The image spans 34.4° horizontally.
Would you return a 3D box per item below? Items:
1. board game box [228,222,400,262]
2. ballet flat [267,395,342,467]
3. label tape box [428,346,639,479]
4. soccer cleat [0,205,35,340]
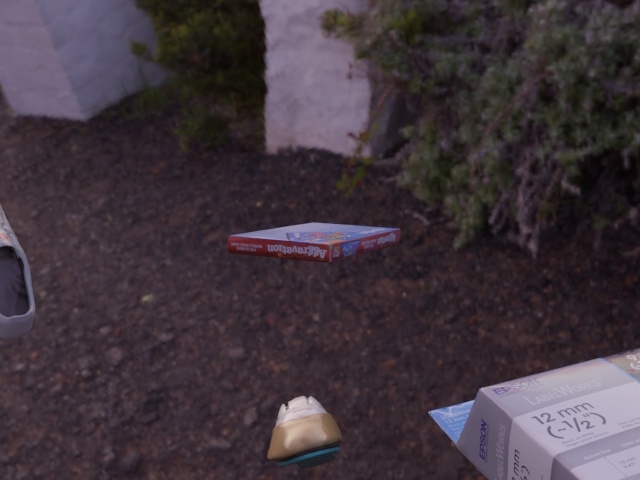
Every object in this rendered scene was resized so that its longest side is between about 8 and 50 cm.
[{"bbox_3d":[0.000,0.000,1.438,0.145,0.027,0.281,3,6,23],"label":"board game box"},{"bbox_3d":[-0.020,0.201,1.093,0.080,0.232,0.073,-14,76,-3],"label":"ballet flat"},{"bbox_3d":[0.308,0.205,1.135,0.249,0.115,0.347,-11,26,-21],"label":"label tape box"},{"bbox_3d":[-0.310,-0.003,0.954,0.068,0.196,0.076,-21,-7,-36],"label":"soccer cleat"}]
